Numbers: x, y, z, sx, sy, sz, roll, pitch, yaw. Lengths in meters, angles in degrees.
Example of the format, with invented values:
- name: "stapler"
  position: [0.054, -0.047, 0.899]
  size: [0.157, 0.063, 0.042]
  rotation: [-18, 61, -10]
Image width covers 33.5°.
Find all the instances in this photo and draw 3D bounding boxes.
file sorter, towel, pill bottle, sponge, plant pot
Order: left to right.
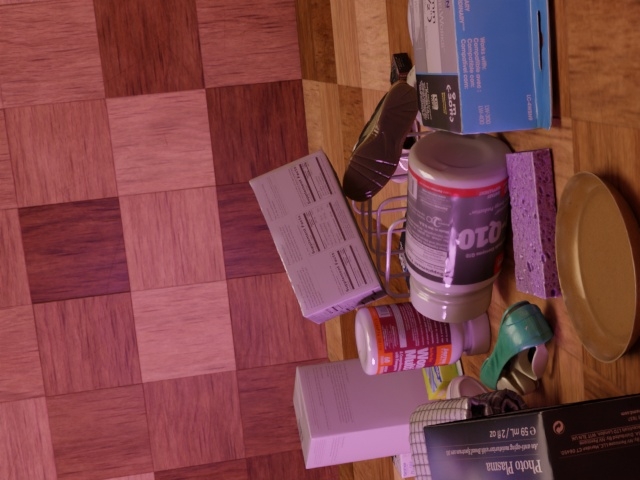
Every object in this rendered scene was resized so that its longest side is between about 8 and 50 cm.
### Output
- name: "file sorter"
  position: [0.171, -0.050, 1.937]
  size: [0.277, 0.173, 0.192]
  rotation: [-108, 14, -51]
- name: "pill bottle"
  position: [0.180, 0.165, 1.878]
  size: [0.121, 0.221, 0.121]
  rotation: [173, 90, -81]
- name: "pill bottle"
  position: [0.216, -0.019, 1.695]
  size: [0.161, 0.161, 0.283]
  rotation: [-109, 14, -54]
- name: "towel"
  position: [0.245, 0.374, 1.606]
  size: [0.235, 0.121, 0.283]
  rotation: [147, 114, -68]
- name: "sponge"
  position: [0.306, -0.026, 1.529]
  size: [0.117, 0.031, 0.210]
  rotation: [-155, 58, -80]
- name: "plant pot"
  position: [0.347, 0.031, 1.305]
  size: [0.236, 0.032, 0.236]
  rotation: [174, 90, -82]

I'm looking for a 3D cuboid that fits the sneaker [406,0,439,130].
- name: "sneaker"
  position: [0.187, -0.327, 1.823]
  size: [0.169, 0.108, 0.292]
  rotation: [-155, 57, -76]

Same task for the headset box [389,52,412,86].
- name: "headset box"
  position: [0.167, -0.341, 2.192]
  size: [0.083, 0.032, 0.062]
  rotation: [91, 168, -51]

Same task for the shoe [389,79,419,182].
- name: "shoe"
  position: [0.162, -0.216, 2.176]
  size: [0.058, 0.077, 0.219]
  rotation: [-104, 12, -66]

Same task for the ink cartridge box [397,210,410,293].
- name: "ink cartridge box"
  position: [0.208, 0.075, 2.223]
  size: [0.208, 0.045, 0.206]
  rotation: [92, 167, -52]

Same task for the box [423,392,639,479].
- name: "box"
  position: [0.284, 0.350, 1.288]
  size: [0.296, 0.183, 0.294]
  rotation: [148, 115, -65]

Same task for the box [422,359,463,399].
- name: "box"
  position: [0.241, 0.249, 2.147]
  size: [0.178, 0.042, 0.109]
  rotation: [102, 159, -67]

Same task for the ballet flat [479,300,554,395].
- name: "ballet flat"
  position: [0.298, 0.187, 1.611]
  size: [0.247, 0.083, 0.087]
  rotation: [93, 153, -56]

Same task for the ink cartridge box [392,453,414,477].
- name: "ink cartridge box"
  position: [0.199, 0.460, 2.579]
  size: [0.097, 0.046, 0.207]
  rotation: [-130, 34, -73]

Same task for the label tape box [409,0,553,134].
- name: "label tape box"
  position: [0.228, -0.288, 1.564]
  size: [0.347, 0.115, 0.249]
  rotation: [-130, 34, -78]

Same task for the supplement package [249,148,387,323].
- name: "supplement package"
  position: [0.000, 0.000, 1.912]
  size: [0.204, 0.145, 0.261]
  rotation: [49, -161, -79]

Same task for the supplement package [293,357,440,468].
- name: "supplement package"
  position: [0.100, 0.369, 2.324]
  size: [0.175, 0.293, 0.177]
  rotation: [97, 164, -56]

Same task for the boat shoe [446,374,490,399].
- name: "boat shoe"
  position: [0.289, 0.311, 1.769]
  size: [0.084, 0.095, 0.258]
  rotation: [96, 154, -42]

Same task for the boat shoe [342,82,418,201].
- name: "boat shoe"
  position: [0.108, -0.172, 1.847]
  size: [0.073, 0.080, 0.223]
  rotation: [-78, 13, -72]
